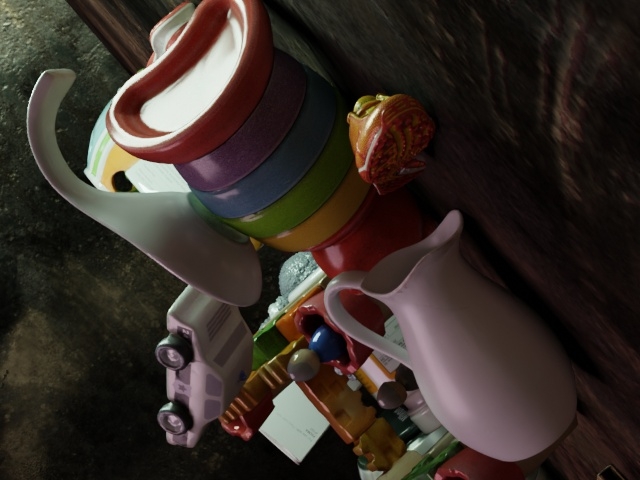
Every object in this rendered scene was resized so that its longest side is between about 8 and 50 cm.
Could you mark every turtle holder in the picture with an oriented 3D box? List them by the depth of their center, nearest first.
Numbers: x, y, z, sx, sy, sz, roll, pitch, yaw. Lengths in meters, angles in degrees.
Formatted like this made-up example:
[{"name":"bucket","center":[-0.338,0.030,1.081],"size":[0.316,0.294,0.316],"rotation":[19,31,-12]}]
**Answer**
[{"name":"turtle holder","center":[-0.270,-0.154,2.333],"size":[0.243,0.227,0.320],"rotation":[51,175,-37]}]

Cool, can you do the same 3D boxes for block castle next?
[{"name":"block castle","center":[0.043,0.201,1.595],"size":[0.303,0.213,0.453],"rotation":[49,154,1]}]

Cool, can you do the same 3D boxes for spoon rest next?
[{"name":"spoon rest","center":[-0.161,-0.034,1.300],"size":[0.276,0.084,0.137],"rotation":[44,-163,7]}]

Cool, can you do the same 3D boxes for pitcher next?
[{"name":"pitcher","center":[0.111,0.093,1.255],"size":[0.177,0.125,0.207],"rotation":[-21,112,46]}]

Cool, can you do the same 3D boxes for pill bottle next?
[{"name":"pill bottle","center":[0.087,0.118,1.814],"size":[0.246,0.136,0.136],"rotation":[48,176,0]}]

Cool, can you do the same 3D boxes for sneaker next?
[{"name":"sneaker","center":[0.042,-0.078,1.061],"size":[0.067,0.064,0.175],"rotation":[58,174,7]},{"name":"sneaker","center":[-0.133,-0.184,1.682],"size":[0.128,0.087,0.221],"rotation":[49,177,7]}]

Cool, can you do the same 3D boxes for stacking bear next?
[{"name":"stacking bear","center":[-0.019,-0.061,1.279],"size":[0.289,0.175,0.164],"rotation":[40,-172,-34]}]

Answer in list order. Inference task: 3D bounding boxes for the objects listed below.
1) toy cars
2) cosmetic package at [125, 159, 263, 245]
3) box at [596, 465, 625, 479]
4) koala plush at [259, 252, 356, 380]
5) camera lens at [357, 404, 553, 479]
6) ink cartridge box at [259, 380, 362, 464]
[{"name":"toy cars","center":[-0.071,0.028,1.437],"size":[0.087,0.394,0.176],"rotation":[18,-179,15]},{"name":"cosmetic package","center":[-0.141,-0.075,2.038],"size":[0.151,0.183,0.151],"rotation":[46,175,35]},{"name":"box","center":[0.374,0.332,1.631],"size":[0.164,0.021,0.201],"rotation":[46,175,19]},{"name":"koala plush","center":[0.015,0.079,1.988],"size":[0.203,0.196,0.221],"rotation":[32,168,30]},{"name":"camera lens","center":[0.207,0.356,2.165],"size":[0.274,0.219,0.219],"rotation":[49,175,-11]},{"name":"ink cartridge box","center":[0.006,0.199,2.283],"size":[0.117,0.283,0.207],"rotation":[39,175,-2]}]
